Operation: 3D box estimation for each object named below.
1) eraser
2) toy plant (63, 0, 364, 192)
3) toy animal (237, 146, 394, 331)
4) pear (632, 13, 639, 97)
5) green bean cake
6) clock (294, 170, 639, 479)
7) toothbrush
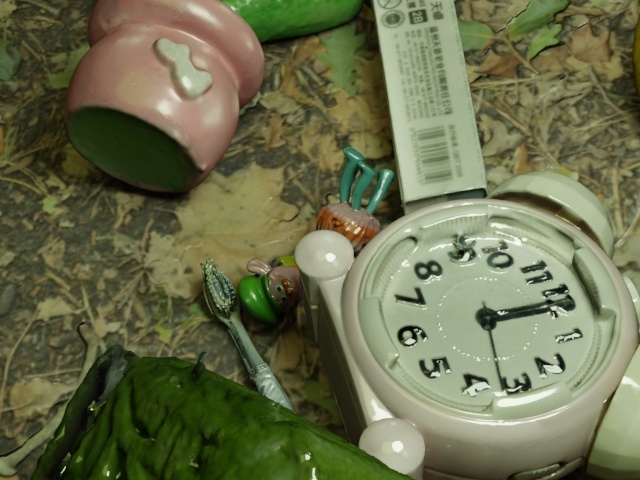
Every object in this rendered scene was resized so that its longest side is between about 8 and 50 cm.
[{"bbox_3d":[0.120,-0.186,1.632,0.098,0.096,0.404,-10,54,6],"label":"eraser"},{"bbox_3d":[-0.138,-0.227,1.663,0.317,0.210,0.356,26,55,-11],"label":"toy plant"},{"bbox_3d":[0.000,0.000,1.515,0.100,0.103,0.208,35,98,-10],"label":"toy animal"},{"bbox_3d":[0.442,-0.196,1.513,0.209,0.209,0.209,-5,55,8],"label":"pear"},{"bbox_3d":[-0.101,0.273,1.192,0.319,0.218,0.335,17,83,53],"label":"green bean cake"},{"bbox_3d":[0.166,0.101,1.379,0.326,0.184,0.342,-16,59,-5],"label":"clock"},{"bbox_3d":[-0.041,0.181,1.447,0.035,0.042,0.413,-25,57,-6],"label":"toothbrush"}]
